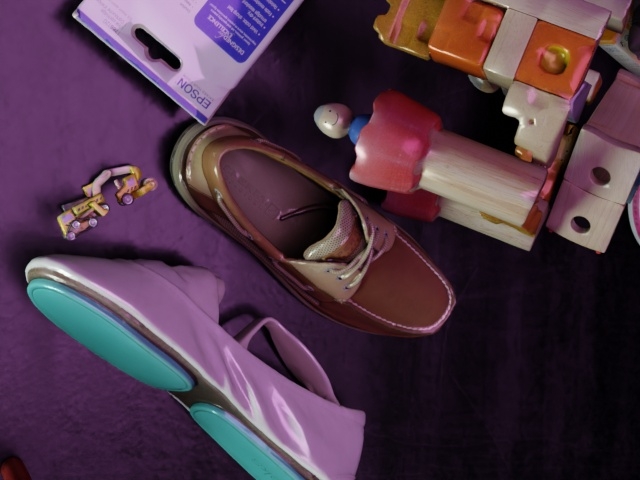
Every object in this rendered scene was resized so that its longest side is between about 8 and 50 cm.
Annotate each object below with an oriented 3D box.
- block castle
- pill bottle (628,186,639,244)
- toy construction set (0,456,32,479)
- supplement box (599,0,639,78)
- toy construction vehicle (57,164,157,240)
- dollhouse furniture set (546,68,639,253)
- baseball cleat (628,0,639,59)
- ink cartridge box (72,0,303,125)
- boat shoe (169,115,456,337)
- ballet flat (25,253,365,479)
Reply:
[{"bbox_3d":[0.172,-0.231,1.256,0.212,0.303,0.453,23,89,11],"label":"block castle"},{"bbox_3d":[0.456,-0.028,1.403,0.160,0.283,0.160,-3,99,-20],"label":"pill bottle"},{"bbox_3d":[-0.385,0.261,1.154,0.308,0.237,0.258,-20,104,-17],"label":"toy construction set"},{"bbox_3d":[0.351,-0.210,1.471,0.098,0.036,0.062,34,84,-21],"label":"supplement box"},{"bbox_3d":[-0.202,-0.039,1.262,0.098,0.086,0.035,-32,101,-13],"label":"toy construction vehicle"},{"bbox_3d":[0.339,-0.052,1.343,0.183,0.129,0.129,26,133,13],"label":"dollhouse furniture set"},{"bbox_3d":[0.368,-0.241,1.342,0.072,0.206,0.110,5,83,-27],"label":"baseball cleat"},{"bbox_3d":[-0.075,-0.286,1.287,0.165,0.065,0.333,41,81,-21],"label":"ink cartridge box"},{"bbox_3d":[0.000,0.000,1.324,0.324,0.120,0.123,32,86,-21],"label":"boat shoe"},{"bbox_3d":[-0.105,0.107,1.311,0.400,0.139,0.139,42,82,-25],"label":"ballet flat"}]
